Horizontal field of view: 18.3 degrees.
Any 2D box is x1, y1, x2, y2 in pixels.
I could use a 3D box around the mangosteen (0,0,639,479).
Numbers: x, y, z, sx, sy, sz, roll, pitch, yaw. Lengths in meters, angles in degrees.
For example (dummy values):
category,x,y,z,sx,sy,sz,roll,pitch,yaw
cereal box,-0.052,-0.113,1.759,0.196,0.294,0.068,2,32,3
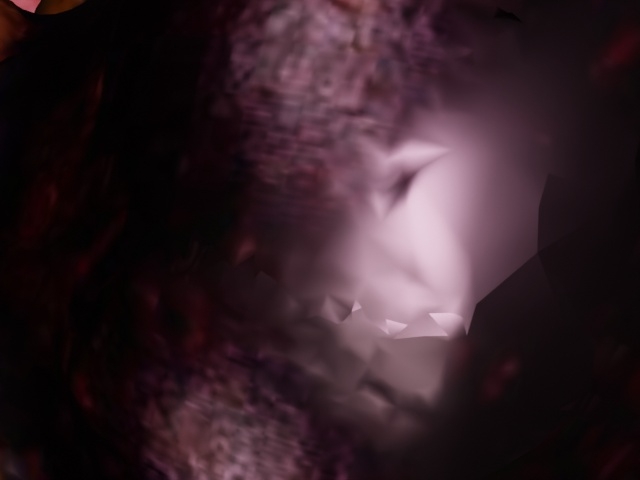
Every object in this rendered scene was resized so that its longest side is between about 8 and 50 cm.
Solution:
category,x,y,z,sx,sy,sz,roll,pitch,yaw
mangosteen,0.005,0.001,0.543,0.233,0.287,0.288,25,96,-41
